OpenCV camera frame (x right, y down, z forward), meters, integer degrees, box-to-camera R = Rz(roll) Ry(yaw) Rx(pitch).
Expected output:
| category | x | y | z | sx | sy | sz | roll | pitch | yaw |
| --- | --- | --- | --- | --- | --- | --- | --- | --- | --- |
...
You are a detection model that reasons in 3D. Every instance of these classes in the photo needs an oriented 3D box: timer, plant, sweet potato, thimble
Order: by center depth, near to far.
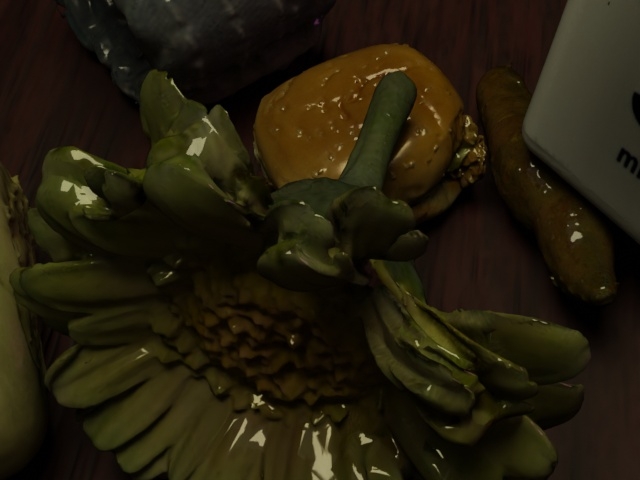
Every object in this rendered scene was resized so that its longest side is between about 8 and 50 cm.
| category | x | y | z | sx | sy | sz | roll | pitch | yaw |
| --- | --- | --- | --- | --- | --- | --- | --- | --- | --- |
| plant | -0.023 | 0.042 | 0.744 | 0.306 | 0.261 | 0.297 | 30 | 18 | -9 |
| timer | 0.266 | -0.106 | 0.785 | 0.194 | 0.195 | 0.192 | -23 | 55 | -33 |
| sweet potato | 0.147 | -0.048 | 0.885 | 0.067 | 0.067 | 0.274 | -12 | 42 | -1 |
| thimble | -0.112 | -0.218 | 0.997 | 0.172 | 0.205 | 0.236 | -33 | 76 | -13 |

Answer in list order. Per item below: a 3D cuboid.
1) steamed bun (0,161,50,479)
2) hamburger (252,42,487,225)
| category | x | y | z | sx | sy | sz | roll | pitch | yaw |
| --- | --- | --- | --- | --- | --- | --- | --- | --- | --- |
| steamed bun | -0.286 | 0.045 | 0.803 | 0.232 | 0.166 | 0.273 | -12 | 47 | -3 |
| hamburger | 0.031 | -0.066 | 0.907 | 0.147 | 0.083 | 0.138 | -23 | 53 | -7 |
